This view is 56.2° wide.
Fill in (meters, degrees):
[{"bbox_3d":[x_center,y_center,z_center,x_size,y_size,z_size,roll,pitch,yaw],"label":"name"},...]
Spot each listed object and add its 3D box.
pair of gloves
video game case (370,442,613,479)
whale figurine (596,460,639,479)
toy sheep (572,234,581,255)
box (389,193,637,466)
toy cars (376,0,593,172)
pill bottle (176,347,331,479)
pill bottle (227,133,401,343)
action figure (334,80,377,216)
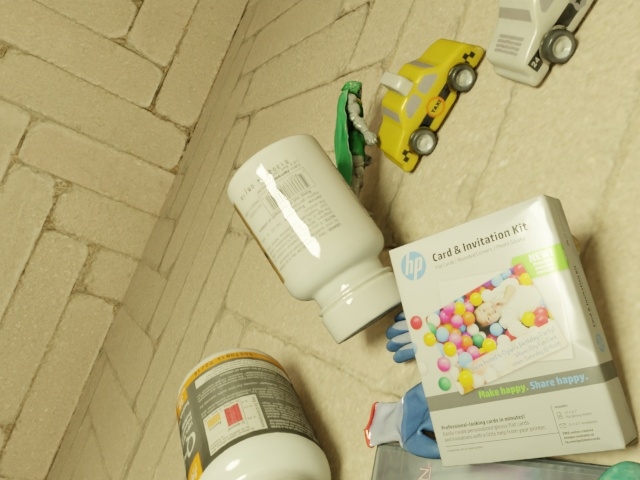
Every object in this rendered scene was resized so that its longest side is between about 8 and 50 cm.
[{"bbox_3d":[0.109,0.124,0.609,0.159,0.023,0.198,-30,35,48],"label":"pair of gloves"},{"bbox_3d":[0.119,0.273,0.486,0.274,0.026,0.196,-21,50,55],"label":"video game case"},{"bbox_3d":[0.099,0.240,0.328,0.272,0.141,0.216,-60,8,14],"label":"whale figurine"},{"bbox_3d":[0.167,0.026,0.538,0.132,0.091,0.091,-24,45,31],"label":"toy sheep"},{"bbox_3d":[0.143,0.075,0.476,0.145,0.038,0.186,-22,72,37],"label":"box"},{"bbox_3d":[0.183,-0.234,0.726,0.394,0.087,0.176,-34,40,48],"label":"toy cars"},{"bbox_3d":[-0.080,0.262,0.717,0.162,0.162,0.278,-61,26,10],"label":"pill bottle"},{"bbox_3d":[0.000,0.000,0.713,0.131,0.131,0.229,-43,75,38],"label":"pill bottle"},{"bbox_3d":[0.047,-0.131,0.864,0.137,0.064,0.232,89,180,-71],"label":"action figure"}]
